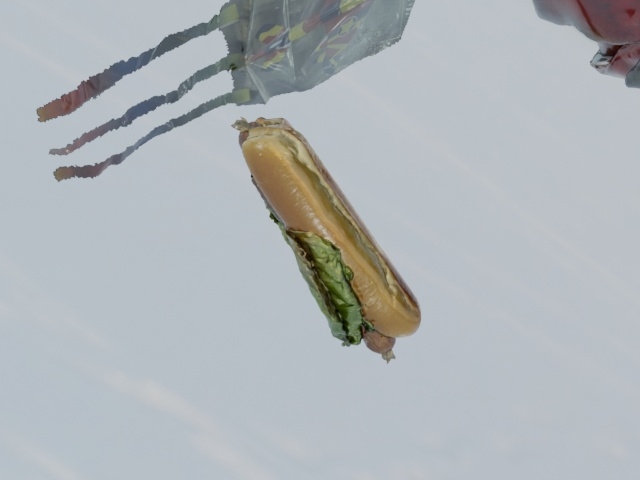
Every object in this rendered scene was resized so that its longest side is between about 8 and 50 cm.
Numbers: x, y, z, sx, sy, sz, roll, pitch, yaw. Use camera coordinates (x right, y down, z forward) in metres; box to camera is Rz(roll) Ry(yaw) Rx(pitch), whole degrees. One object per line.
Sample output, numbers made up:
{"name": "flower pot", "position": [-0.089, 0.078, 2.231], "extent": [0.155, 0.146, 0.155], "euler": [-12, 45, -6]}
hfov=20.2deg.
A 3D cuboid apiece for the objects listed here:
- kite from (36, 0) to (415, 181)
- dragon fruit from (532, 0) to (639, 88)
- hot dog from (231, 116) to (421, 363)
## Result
{"name": "kite", "position": [-0.042, -0.103, 0.988], "extent": [0.015, 0.245, 0.141], "euler": [55, -16, 27]}
{"name": "dragon fruit", "position": [0.178, -0.139, 0.785], "extent": [0.182, 0.189, 0.182], "euler": [4, 49, -4]}
{"name": "hot dog", "position": [0.000, 0.000, 0.809], "extent": [0.133, 0.041, 0.056], "euler": [55, -1, -13]}
